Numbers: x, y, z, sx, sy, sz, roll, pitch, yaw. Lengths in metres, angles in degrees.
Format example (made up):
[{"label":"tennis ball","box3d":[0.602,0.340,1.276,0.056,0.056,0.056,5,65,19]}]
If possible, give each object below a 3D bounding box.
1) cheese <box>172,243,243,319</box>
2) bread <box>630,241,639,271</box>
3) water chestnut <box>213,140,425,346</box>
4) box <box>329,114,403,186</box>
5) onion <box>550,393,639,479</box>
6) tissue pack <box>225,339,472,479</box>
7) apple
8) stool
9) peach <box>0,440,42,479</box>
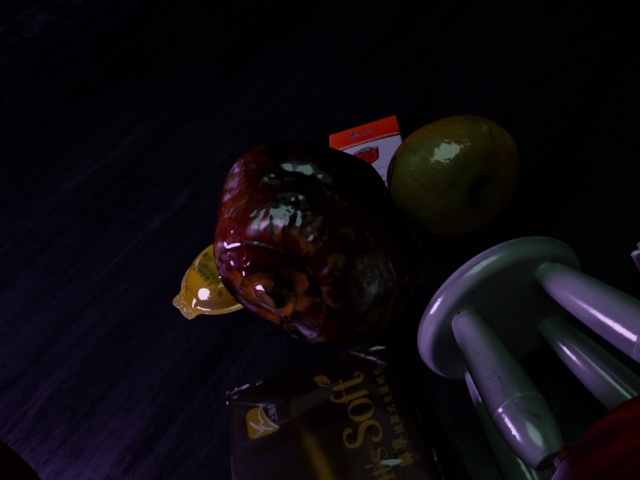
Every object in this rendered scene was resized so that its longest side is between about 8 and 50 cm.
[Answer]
[{"label":"cheese","box3d":[-0.114,0.030,0.924,0.270,0.069,0.177,-39,42,-20]},{"label":"bread","box3d":[0.468,0.043,0.588,0.136,0.107,0.241,-38,41,-10]},{"label":"water chestnut","box3d":[0.000,0.000,0.750,0.289,0.289,0.244,28,92,44]},{"label":"box","box3d":[0.087,-0.131,1.022,0.139,0.035,0.245,-14,42,13]},{"label":"onion","box3d":[0.279,0.225,0.318,0.342,0.341,0.341,-14,41,13]},{"label":"tissue pack","box3d":[0.056,0.290,0.459,0.198,0.209,0.369,-18,39,0]},{"label":"apple","box3d":[0.186,-0.094,0.827,0.183,0.182,0.155,-30,33,-5]},{"label":"stool","box3d":[0.221,0.128,0.559,0.195,0.195,0.198,-26,44,-2]},{"label":"peach","box3d":[-0.409,0.373,0.512,0.339,0.353,0.416,-54,29,40]}]
